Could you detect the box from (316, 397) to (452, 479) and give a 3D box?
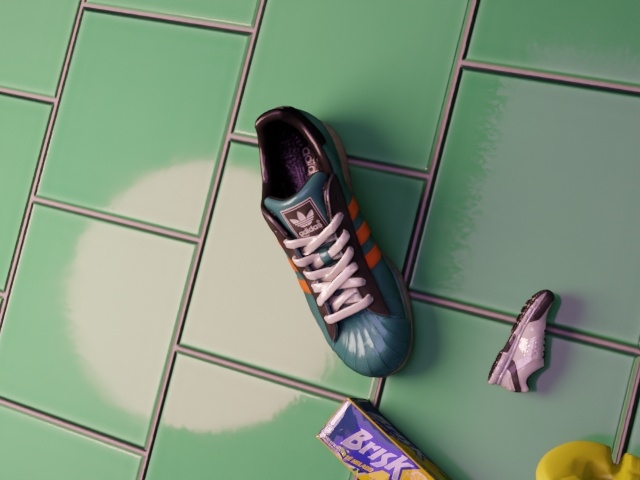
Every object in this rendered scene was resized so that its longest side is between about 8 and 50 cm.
[{"bbox_3d":[0.079,0.232,1.023,0.169,0.059,0.054,41,96,21],"label":"box"}]

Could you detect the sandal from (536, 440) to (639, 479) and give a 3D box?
[{"bbox_3d":[0.335,0.287,0.894,0.317,0.126,0.138,19,121,18],"label":"sandal"}]

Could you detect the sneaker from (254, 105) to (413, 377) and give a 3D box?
[{"bbox_3d":[0.000,0.000,1.053,0.108,0.121,0.302,-27,74,17],"label":"sneaker"}]

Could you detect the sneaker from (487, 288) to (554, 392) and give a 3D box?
[{"bbox_3d":[0.206,0.100,1.005,0.043,0.040,0.109,26,97,7],"label":"sneaker"}]
